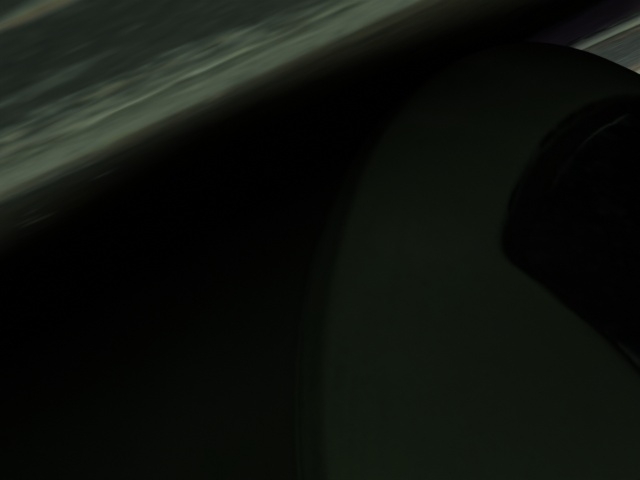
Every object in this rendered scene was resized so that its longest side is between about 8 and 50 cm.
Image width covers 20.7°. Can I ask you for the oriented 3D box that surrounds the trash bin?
[{"bbox_3d":[-0.011,0.125,0.551,0.432,0.280,0.280,-23,178,38],"label":"trash bin"}]
